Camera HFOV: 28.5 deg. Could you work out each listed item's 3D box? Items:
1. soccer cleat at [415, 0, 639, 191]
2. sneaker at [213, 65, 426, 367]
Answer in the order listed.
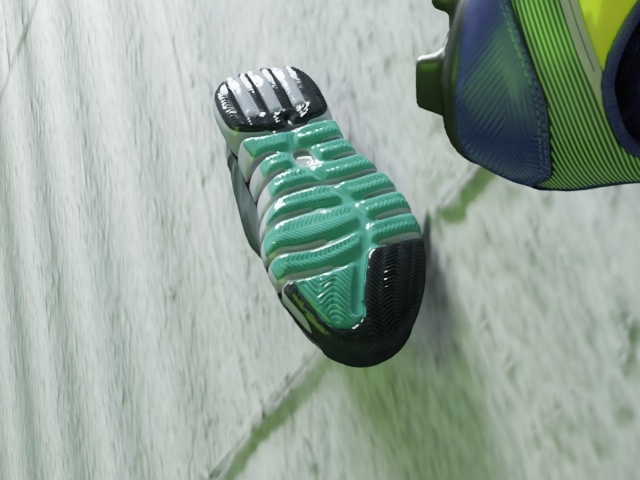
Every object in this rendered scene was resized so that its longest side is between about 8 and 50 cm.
[{"bbox_3d":[0.124,-0.159,0.485,0.121,0.093,0.289,16,96,31],"label":"soccer cleat"},{"bbox_3d":[0.000,0.000,0.701,0.098,0.083,0.223,89,165,-45],"label":"sneaker"}]
